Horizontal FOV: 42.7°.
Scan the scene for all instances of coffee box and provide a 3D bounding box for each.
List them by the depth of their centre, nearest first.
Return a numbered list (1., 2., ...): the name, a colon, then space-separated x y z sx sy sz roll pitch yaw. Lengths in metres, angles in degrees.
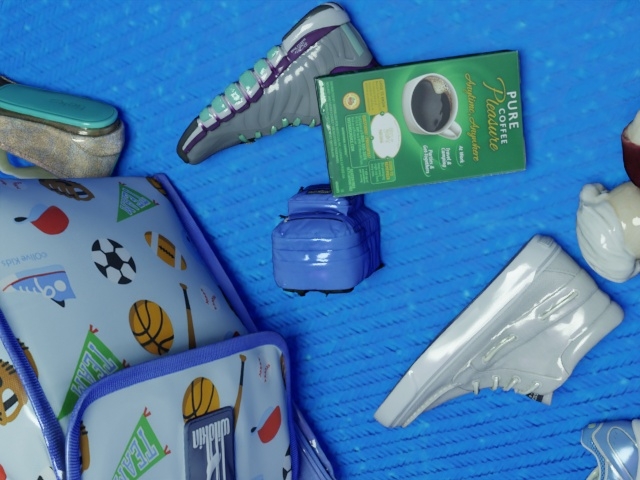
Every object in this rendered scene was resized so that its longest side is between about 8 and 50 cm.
1. coffee box: 0.092 -0.108 0.754 0.184 0.040 0.113 -9 105 0

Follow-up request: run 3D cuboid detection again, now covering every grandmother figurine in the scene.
1. grandmother figurine: 0.319 -0.091 0.648 0.207 0.104 0.342 5 136 -28

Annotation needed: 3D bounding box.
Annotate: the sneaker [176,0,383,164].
1. sneaker: -0.042 -0.126 0.799 0.223 0.083 0.098 -38 98 22

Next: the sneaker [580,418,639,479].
1. sneaker: 0.304 0.276 0.822 0.081 0.080 0.211 1 97 23

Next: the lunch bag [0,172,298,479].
1. lunch bag: -0.202 0.133 0.752 0.239 0.327 0.386 -38 76 25

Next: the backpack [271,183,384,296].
1. backpack: 0.000 0.000 0.801 0.097 0.120 0.101 -4 105 19

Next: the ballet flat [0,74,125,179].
1. ballet flat: -0.363 -0.128 0.887 0.315 0.107 0.106 21 125 10

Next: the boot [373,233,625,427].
1. boot: 0.171 0.124 0.798 0.123 0.095 0.258 43 113 8

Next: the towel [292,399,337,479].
1. towel: -0.161 0.252 0.956 0.336 0.040 0.243 -34 85 25
